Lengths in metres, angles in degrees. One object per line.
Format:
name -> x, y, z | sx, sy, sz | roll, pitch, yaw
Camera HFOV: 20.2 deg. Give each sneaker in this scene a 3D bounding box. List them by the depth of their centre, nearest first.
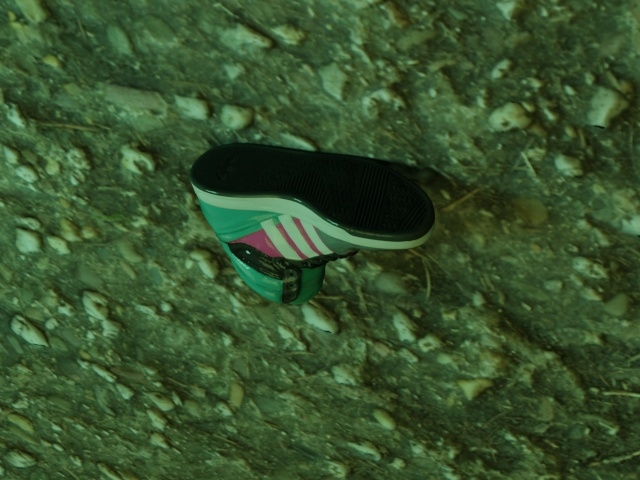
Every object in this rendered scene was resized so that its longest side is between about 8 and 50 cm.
sneaker -> 0.000, 0.000, 2.040 | 0.296, 0.124, 0.178 | 14, 142, 25
